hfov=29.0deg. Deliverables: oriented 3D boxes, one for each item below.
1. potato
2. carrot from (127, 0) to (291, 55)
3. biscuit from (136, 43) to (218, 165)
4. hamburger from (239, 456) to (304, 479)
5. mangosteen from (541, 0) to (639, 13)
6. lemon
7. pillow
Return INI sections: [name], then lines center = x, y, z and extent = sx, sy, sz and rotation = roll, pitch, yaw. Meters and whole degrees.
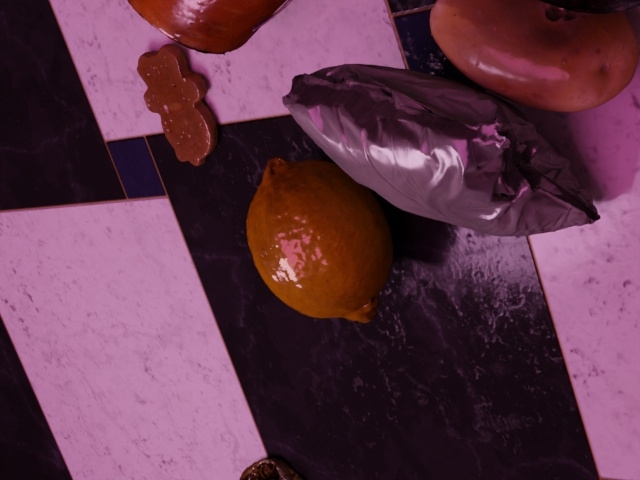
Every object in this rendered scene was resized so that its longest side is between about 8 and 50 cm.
[potato]
center = 0.228, -0.216, 1.319
extent = 0.234, 0.146, 0.150
rotation = 32, 89, 25
[carrot]
center = -0.110, -0.356, 1.510
extent = 0.331, 0.193, 0.214
rotation = -42, 43, 45
[biscuit]
center = -0.206, -0.203, 1.830
extent = 0.133, 0.027, 0.184
rotation = -26, 98, 48
[hamburger]
center = -0.090, 0.461, 2.083
extent = 0.185, 0.113, 0.177
rotation = 2, 115, 44
[mangosteen]
center = 0.254, -0.352, 1.138
extent = 0.288, 0.288, 0.288
rotation = 23, 129, 32
[lemon]
center = 0.000, 0.000, 1.645
extent = 0.188, 0.188, 0.256
rotation = -20, 103, 48
[pillow]
center = 0.147, -0.096, 1.429
extent = 0.310, 0.138, 0.283
rotation = 16, 169, 39
